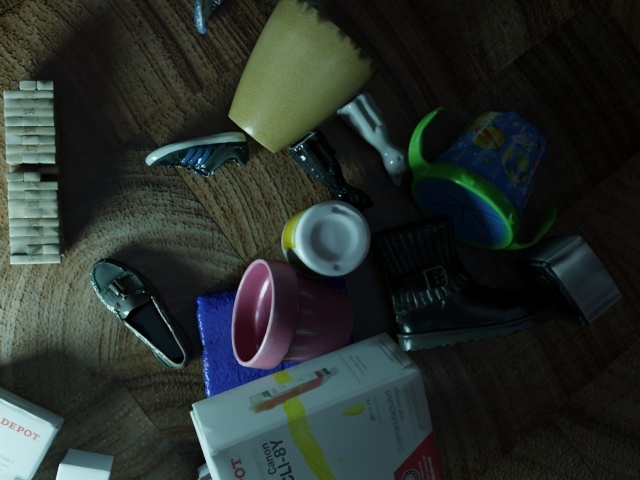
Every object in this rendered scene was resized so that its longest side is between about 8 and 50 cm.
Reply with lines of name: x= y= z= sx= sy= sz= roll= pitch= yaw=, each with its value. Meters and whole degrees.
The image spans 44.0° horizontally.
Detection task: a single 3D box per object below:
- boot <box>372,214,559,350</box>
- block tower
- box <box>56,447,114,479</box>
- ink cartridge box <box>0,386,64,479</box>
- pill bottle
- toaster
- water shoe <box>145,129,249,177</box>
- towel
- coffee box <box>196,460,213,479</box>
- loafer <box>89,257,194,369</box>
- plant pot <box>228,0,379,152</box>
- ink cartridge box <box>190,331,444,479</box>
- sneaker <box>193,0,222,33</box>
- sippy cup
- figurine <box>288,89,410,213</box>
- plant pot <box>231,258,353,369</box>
boot: x=0.292 y=0.070 z=1.604 sx=0.348 sy=0.131 sz=0.260 roll=-10 pitch=90 yaw=1
block tower: x=-0.535 y=-0.123 z=1.487 sx=0.091 sy=0.097 sz=0.336 roll=-2 pitch=87 yaw=-11
box: x=-0.447 y=0.487 z=1.462 sx=0.091 sy=0.130 sz=0.171 roll=13 pitch=86 yaw=-10
ink cartridge box: x=-0.622 y=0.407 z=1.437 sx=0.197 sy=0.114 sz=0.273 roll=29 pitch=83 yaw=-8
pill bottle: x=0.000 y=0.000 z=1.512 sx=0.136 sy=0.245 sz=0.136 roll=0 pitch=88 yaw=-12
toaster: x=0.511 y=0.082 z=1.645 sx=0.110 sy=0.185 sz=0.168 roll=-37 pitch=95 yaw=-6
water shoe: x=-0.238 y=-0.160 z=1.558 sx=0.203 sy=0.073 sz=0.080 roll=-15 pitch=93 yaw=-11
towel: x=-0.086 y=0.202 z=1.581 sx=0.308 sy=0.076 sz=0.228 roll=-5 pitch=82 yaw=-11
coffee box: x=-0.102 y=0.447 z=1.549 sx=0.246 sy=0.098 sz=0.141 roll=-28 pitch=94 yaw=-11
loafer: x=-0.338 y=0.138 z=1.520 sx=0.096 sy=0.084 sz=0.267 roll=-43 pitch=96 yaw=-10
plant pot: x=-0.054 y=-0.304 z=1.542 sx=0.237 sy=0.237 sz=0.254 roll=38 pitch=96 yaw=-8
ink cartridge box: x=-0.001 y=0.372 z=1.404 sx=0.384 sy=0.160 sz=0.279 roll=-19 pitch=114 yaw=-12
sneaker: x=-0.221 y=-0.481 z=1.585 sx=0.058 sy=0.052 sz=0.135 roll=4 pitch=88 yaw=-15
sippy cup: x=0.338 y=-0.137 z=1.610 sx=0.224 sy=0.240 sz=0.305 roll=-55 pitch=137 yaw=-19
figurine: x=0.078 y=-0.169 z=1.624 sx=0.215 sy=0.092 sz=0.209 roll=-41 pitch=104 yaw=-11
plant pot: x=-0.047 y=0.145 z=1.469 sx=0.180 sy=0.201 sz=0.201 roll=12 pitch=85 yaw=-25
